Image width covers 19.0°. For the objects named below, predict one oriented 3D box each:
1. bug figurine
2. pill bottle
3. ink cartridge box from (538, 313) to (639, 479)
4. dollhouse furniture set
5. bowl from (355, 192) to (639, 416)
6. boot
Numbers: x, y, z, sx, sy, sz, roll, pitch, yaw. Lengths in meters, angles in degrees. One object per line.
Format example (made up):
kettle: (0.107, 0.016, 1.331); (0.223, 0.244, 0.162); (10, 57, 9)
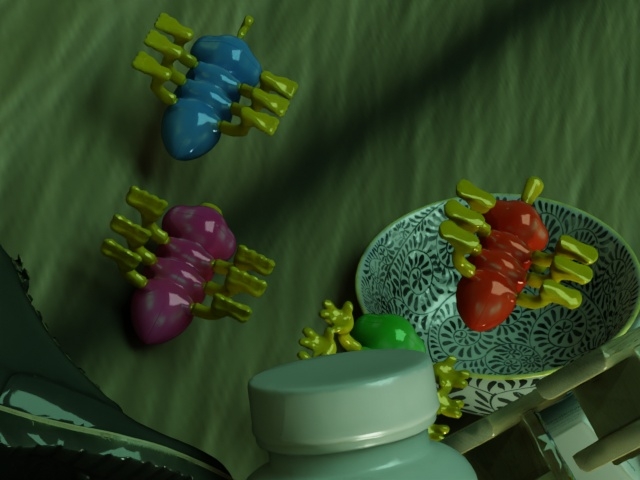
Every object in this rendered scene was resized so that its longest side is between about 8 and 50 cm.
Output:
bug figurine: (0.000, 0.000, 1.052); (0.279, 0.072, 0.216); (30, 55, -1)
pill bottle: (0.022, 0.161, 0.900); (0.117, 0.118, 0.208); (-16, 100, -52)
ink cartridge box: (0.160, 0.114, 1.164); (0.056, 0.099, 0.135); (50, 36, -6)
dollhouse furniture set: (0.151, 0.176, 0.986); (0.161, 0.242, 0.212); (-18, 76, -53)
bowl: (0.106, 0.053, 1.147); (0.170, 0.080, 0.170); (-2, 39, 1)
boot: (-0.125, 0.062, 0.917); (0.198, 0.077, 0.137); (24, 41, -36)
